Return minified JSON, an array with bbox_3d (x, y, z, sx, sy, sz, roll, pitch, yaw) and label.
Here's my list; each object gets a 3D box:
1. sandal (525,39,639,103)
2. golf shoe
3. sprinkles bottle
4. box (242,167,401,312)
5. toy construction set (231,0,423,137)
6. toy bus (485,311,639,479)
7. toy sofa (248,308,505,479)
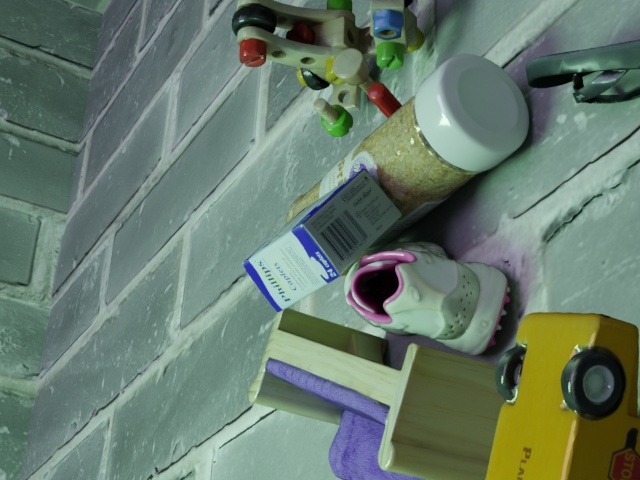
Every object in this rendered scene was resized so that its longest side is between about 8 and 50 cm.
[{"bbox_3d":[0.272,-0.152,1.069,0.254,0.097,0.055,-173,73,-67],"label":"sandal"},{"bbox_3d":[0.080,0.045,1.284,0.306,0.140,0.115,5,79,67],"label":"golf shoe"},{"bbox_3d":[0.090,-0.076,1.366,0.355,0.121,0.121,-40,39,51],"label":"sprinkles bottle"},{"bbox_3d":[0.000,0.000,1.314,0.126,0.072,0.137,-42,6,-39],"label":"box"},{"bbox_3d":[0.056,-0.235,1.529,0.257,0.237,0.309,-31,57,14],"label":"toy construction set"},{"bbox_3d":[0.194,0.228,0.915,0.108,0.130,0.333,-7,67,65],"label":"toy bus"},{"bbox_3d":[0.057,0.185,1.221,0.362,0.150,0.177,8,80,66],"label":"toy sofa"}]
